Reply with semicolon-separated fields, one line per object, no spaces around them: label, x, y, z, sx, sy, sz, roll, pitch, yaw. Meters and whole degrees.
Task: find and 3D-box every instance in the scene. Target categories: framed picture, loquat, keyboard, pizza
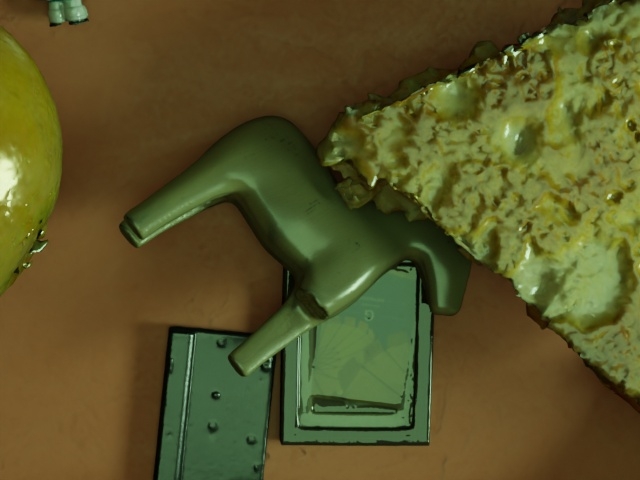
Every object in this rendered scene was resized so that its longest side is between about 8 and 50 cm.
framed picture;0.031;0.088;1.572;0.128;0.023;0.168;1;96;-6
loquat;-0.319;-0.056;1.399;0.263;0.263;0.263;-1;96;-6
keyboard;-0.100;0.228;1.576;0.101;0.018;0.309;5;96;-8
pizza;0.203;-0.073;1.499;0.406;0.130;0.440;10;90;0

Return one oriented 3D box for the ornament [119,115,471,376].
ornament;0.000;0.000;1.519;0.245;0.061;0.230;-37;86;-18

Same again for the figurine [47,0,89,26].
figurine;-0.213;-0.226;1.504;0.060;0.047;0.106;2;106;30
